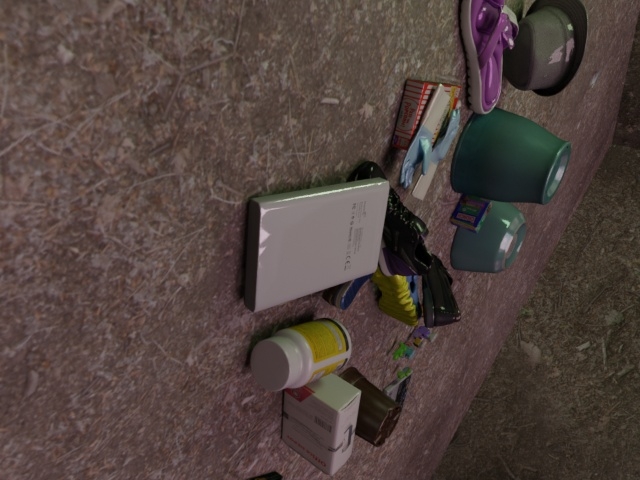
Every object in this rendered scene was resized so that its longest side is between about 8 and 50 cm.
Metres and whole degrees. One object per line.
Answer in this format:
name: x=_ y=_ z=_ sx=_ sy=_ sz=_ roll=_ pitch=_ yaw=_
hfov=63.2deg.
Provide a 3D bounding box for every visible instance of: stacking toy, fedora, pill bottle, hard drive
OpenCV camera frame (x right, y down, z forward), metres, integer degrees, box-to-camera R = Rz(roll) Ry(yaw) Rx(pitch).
stacking toy: x=0.306 y=0.335 z=1.715 sx=0.221 sy=0.052 sz=0.167 roll=-48 pitch=143 yaw=-22
fedora: x=0.577 y=-0.514 z=1.395 sx=0.124 sy=0.244 sz=0.276 roll=-18 pitch=142 yaw=-14
pill bottle: x=-0.037 y=0.231 z=1.062 sx=0.208 sy=0.119 sz=0.119 roll=-3 pitch=114 yaw=-55
hard drive: x=0.000 y=0.000 z=0.966 sx=0.307 sy=0.040 sz=0.203 roll=-14 pitch=120 yaw=-39

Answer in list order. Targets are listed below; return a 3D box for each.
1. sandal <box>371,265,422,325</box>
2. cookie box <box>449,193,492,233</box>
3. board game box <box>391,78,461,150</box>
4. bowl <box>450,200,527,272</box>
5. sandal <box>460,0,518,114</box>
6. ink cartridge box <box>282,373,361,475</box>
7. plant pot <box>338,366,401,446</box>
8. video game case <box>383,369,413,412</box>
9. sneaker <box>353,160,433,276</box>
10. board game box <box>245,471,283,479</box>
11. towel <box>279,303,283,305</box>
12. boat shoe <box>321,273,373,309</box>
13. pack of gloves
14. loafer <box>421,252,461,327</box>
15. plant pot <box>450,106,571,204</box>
sandal: x=0.219 y=0.112 z=1.360 sx=0.138 sy=0.126 sz=0.317 roll=-53 pitch=149 yaw=-25
cookie box: x=0.466 y=-0.087 z=1.607 sx=0.107 sy=0.091 sz=0.040 roll=-62 pitch=146 yaw=-5
board game box: x=0.242 y=-0.284 z=1.180 sx=0.193 sy=0.045 sz=0.147 roll=-18 pitch=126 yaw=-50
bowl: x=0.595 y=-0.012 z=1.786 sx=0.311 sy=0.163 sz=0.312 roll=-36 pitch=138 yaw=-40
sandal: x=0.428 y=-0.484 z=1.261 sx=0.169 sy=0.102 sz=0.416 roll=-53 pitch=147 yaw=-18
ink cartridge box: x=-0.002 y=0.408 z=1.199 sx=0.092 sy=0.158 sz=0.218 roll=-28 pitch=134 yaw=-45
plant pot: x=0.118 y=0.458 z=1.407 sx=0.167 sy=0.165 sz=0.167 roll=-36 pitch=139 yaw=-38
video game case: x=0.255 y=0.563 z=1.821 sx=0.173 sy=0.022 sz=0.191 roll=-19 pitch=126 yaw=-49
sneaker: x=0.169 y=-0.047 z=1.111 sx=0.107 sy=0.124 sz=0.283 roll=-49 pitch=127 yaw=-38
board game box: x=-0.188 y=0.686 z=1.246 sx=0.136 sy=0.030 sz=0.260 roll=26 pitch=90 yaw=-61
towel: x=-0.040 y=0.068 z=1.030 sx=0.148 sy=0.027 sz=0.110 roll=-13 pitch=122 yaw=-52
boat shoe: x=0.067 y=0.071 z=1.150 sx=0.183 sy=0.066 sz=0.066 roll=-48 pitch=142 yaw=-37
pack of gloves: x=0.264 y=-0.207 z=1.181 sx=0.195 sy=0.046 sz=0.232 roll=15 pitch=101 yaw=-58
loafer: x=0.328 y=0.135 z=1.434 sx=0.303 sy=0.095 sz=0.109 roll=-73 pitch=160 yaw=-59
plant pot: x=0.550 y=-0.223 z=1.481 sx=0.271 sy=0.255 sz=0.272 roll=-35 pitch=139 yaw=-38
